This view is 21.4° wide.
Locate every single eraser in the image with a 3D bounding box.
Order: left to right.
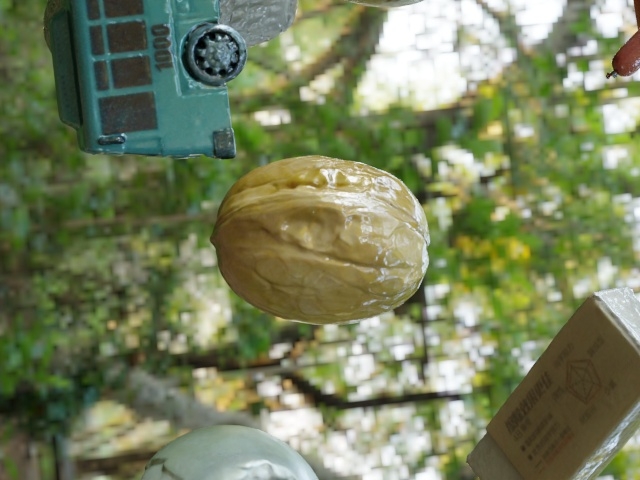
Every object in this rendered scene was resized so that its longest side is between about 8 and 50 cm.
[{"bbox_3d":[0.324,0.223,2.178,0.144,0.078,0.343,54,-49,26],"label":"eraser"}]

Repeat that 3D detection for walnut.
[{"bbox_3d":[0.000,0.000,1.583,0.159,0.207,0.159,-178,-90,-87],"label":"walnut"}]

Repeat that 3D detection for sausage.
[{"bbox_3d":[0.388,-0.254,1.746,0.034,0.253,0.034,45,7,-7],"label":"sausage"}]

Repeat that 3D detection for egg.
[{"bbox_3d":[-0.089,0.262,1.565,0.217,0.183,0.183,160,-76,-70],"label":"egg"}]

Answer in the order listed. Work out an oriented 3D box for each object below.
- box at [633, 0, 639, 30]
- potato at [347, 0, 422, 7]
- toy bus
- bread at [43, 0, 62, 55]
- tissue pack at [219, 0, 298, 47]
[{"bbox_3d":[0.412,-0.321,1.927,0.050,0.123,0.229,-104,-177,-75],"label":"box"},{"bbox_3d":[0.053,-0.404,2.084,0.239,0.299,0.116,-57,-165,15],"label":"potato"},{"bbox_3d":[-0.142,-0.187,1.337,0.128,0.147,0.256,-155,-120,-78],"label":"toy bus"},{"bbox_3d":[-0.261,-0.290,1.965,0.172,0.064,0.232,23,-63,31],"label":"bread"},{"bbox_3d":[-0.113,-0.375,1.729,0.305,0.239,0.238,58,-20,26],"label":"tissue pack"}]
